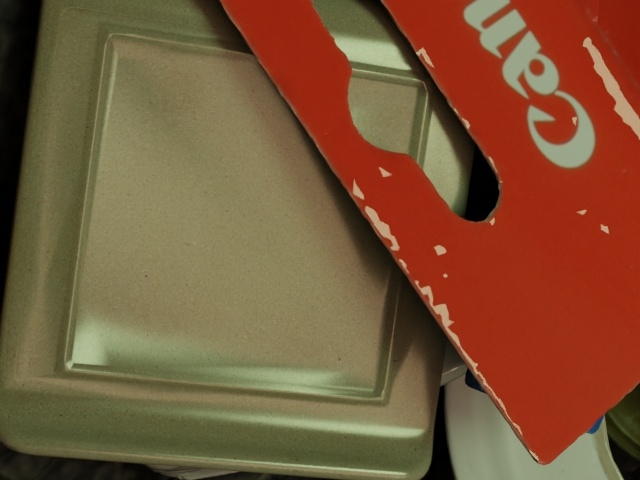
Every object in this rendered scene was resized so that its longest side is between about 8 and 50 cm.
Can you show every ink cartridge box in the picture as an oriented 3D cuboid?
[{"bbox_3d":[0.158,-0.145,0.594,0.385,0.091,0.308,-36,94,-20],"label":"ink cartridge box"}]

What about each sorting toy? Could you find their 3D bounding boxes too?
[{"bbox_3d":[-0.034,-0.008,0.598,0.347,0.047,0.196,7,89,-16],"label":"sorting toy"}]

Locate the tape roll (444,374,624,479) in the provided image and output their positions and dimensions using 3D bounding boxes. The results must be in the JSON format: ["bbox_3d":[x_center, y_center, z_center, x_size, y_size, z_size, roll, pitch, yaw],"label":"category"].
[{"bbox_3d":[0.201,0.075,0.717,0.286,0.286,0.100,-60,176,2],"label":"tape roll"}]

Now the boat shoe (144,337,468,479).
[{"bbox_3d":[0.001,0.063,0.670,0.184,0.066,0.063,-26,154,-4],"label":"boat shoe"}]

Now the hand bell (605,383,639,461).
[{"bbox_3d":[0.269,0.049,0.894,0.242,0.126,0.126,-13,120,-48],"label":"hand bell"}]
